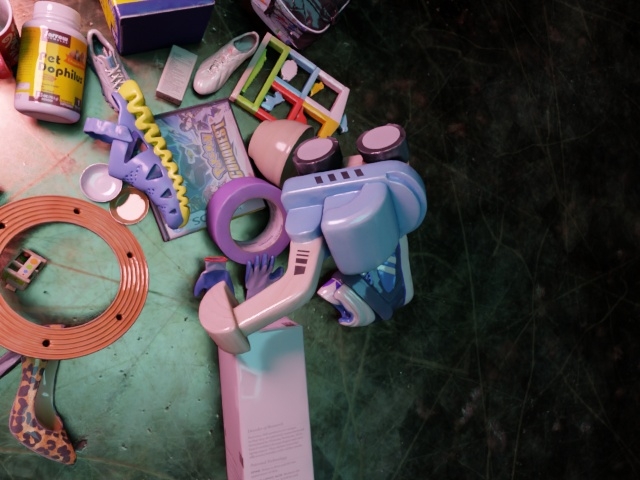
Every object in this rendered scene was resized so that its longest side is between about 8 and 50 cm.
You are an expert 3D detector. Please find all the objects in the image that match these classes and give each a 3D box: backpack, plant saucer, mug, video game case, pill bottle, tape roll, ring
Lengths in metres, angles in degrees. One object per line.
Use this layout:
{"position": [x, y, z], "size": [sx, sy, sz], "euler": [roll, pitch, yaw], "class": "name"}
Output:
{"position": [-0.064, -0.604, 1.130], "size": [0.253, 0.191, 0.225], "euler": [41, 72, -23], "class": "backpack"}
{"position": [-0.415, -0.075, 1.063], "size": [0.084, 0.015, 0.083], "euler": [1, 80, -4], "class": "plant saucer"}
{"position": [-0.627, -0.377, 0.912], "size": [0.113, 0.169, 0.150], "euler": [8, 87, -22], "class": "mug"}
{"position": [-0.283, -0.165, 1.116], "size": [0.248, 0.035, 0.274], "euler": [-21, 97, -21], "class": "video game case"}
{"position": [-0.533, -0.351, 0.971], "size": [0.117, 0.117, 0.214], "euler": [6, 90, -22], "class": "pill bottle"}
{"position": [-0.158, -0.045, 1.107], "size": [0.189, 0.080, 0.188], "euler": [-10, 112, -26], "class": "tape roll"}
{"position": [-0.511, 0.068, 0.965], "size": [0.337, 0.032, 0.336], "euler": [18, 59, -32], "class": "ring"}

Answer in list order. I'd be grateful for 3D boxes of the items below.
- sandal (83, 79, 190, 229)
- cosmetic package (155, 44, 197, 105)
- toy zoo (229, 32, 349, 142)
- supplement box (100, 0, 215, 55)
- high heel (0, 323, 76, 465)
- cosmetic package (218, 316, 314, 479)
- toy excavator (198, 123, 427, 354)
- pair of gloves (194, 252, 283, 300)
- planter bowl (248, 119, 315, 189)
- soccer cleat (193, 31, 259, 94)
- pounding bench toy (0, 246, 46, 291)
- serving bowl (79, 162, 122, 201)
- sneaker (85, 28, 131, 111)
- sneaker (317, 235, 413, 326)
{"position": [-0.373, -0.160, 1.006], "size": [0.138, 0.126, 0.317], "euler": [-27, 90, -16], "class": "sandal"}
{"position": [-0.324, -0.372, 1.101], "size": [0.060, 0.041, 0.115], "euler": [21, 81, -19], "class": "cosmetic package"}
{"position": [-0.053, -0.351, 1.214], "size": [0.293, 0.030, 0.192], "euler": [30, 78, -18], "class": "toy zoo"}
{"position": [-0.379, -0.604, 1.003], "size": [0.195, 0.194, 0.356], "euler": [-20, 96, -21], "class": "supplement box"}
{"position": [-0.526, 0.305, 0.973], "size": [0.186, 0.093, 0.261], "euler": [-41, 94, -11], "class": "high heel"}
{"position": [-0.126, 0.364, 1.072], "size": [0.156, 0.217, 0.384], "euler": [-6, 90, -22], "class": "cosmetic package"}
{"position": [0.000, 0.000, 0.984], "size": [0.434, 0.445, 0.222], "euler": [-9, 132, 15], "class": "toy excavator"}
{"position": [-0.184, 0.092, 1.106], "size": [0.198, 0.023, 0.159], "euler": [-2, 134, -19], "class": "pair of gloves"}
{"position": [-0.098, -0.215, 1.139], "size": [0.109, 0.162, 0.162], "euler": [29, 77, 9], "class": "planter bowl"}
{"position": [-0.218, -0.415, 1.125], "size": [0.068, 0.076, 0.196], "euler": [46, 74, -15], "class": "soccer cleat"}
{"position": [-0.599, 0.061, 0.979], "size": [0.052, 0.083, 0.065], "euler": [37, 45, -19], "class": "pounding bench toy"}
{"position": [-0.467, -0.122, 1.043], "size": [0.084, 0.027, 0.083], "euler": [1, 85, -15], "class": "serving bowl"}
{"position": [-0.443, -0.354, 1.032], "size": [0.071, 0.083, 0.190], "euler": [-34, 102, -21], "class": "sneaker"}
{"position": [0.093, 0.055, 1.209], "size": [0.236, 0.130, 0.322], "euler": [-20, 102, -25], "class": "sneaker"}
